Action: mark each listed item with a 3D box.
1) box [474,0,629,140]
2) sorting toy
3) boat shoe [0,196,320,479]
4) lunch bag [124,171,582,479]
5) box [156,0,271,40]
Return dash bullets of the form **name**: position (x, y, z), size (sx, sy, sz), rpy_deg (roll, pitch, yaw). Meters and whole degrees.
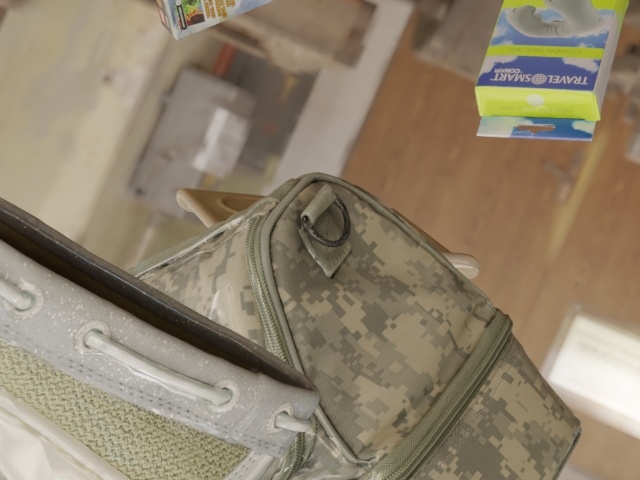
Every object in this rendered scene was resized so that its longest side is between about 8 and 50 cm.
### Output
- **box**: position (0.204, -0.166, 1.517), size (0.109, 0.178, 0.042), rpy_deg (4, 139, 20)
- **sorting toy**: position (0.000, 0.000, 1.352), size (0.193, 0.038, 0.208), rpy_deg (5, -170, -21)
- **boat shoe**: position (-0.129, -0.005, 0.578), size (0.320, 0.103, 0.118), rpy_deg (47, 177, -27)
- **lunch bag**: position (-0.036, 0.110, 1.078), size (0.305, 0.212, 0.256), rpy_deg (-26, 102, 44)
- **box**: position (-0.059, -0.191, 0.969), size (0.027, 0.094, 0.137), rpy_deg (48, 156, 47)
